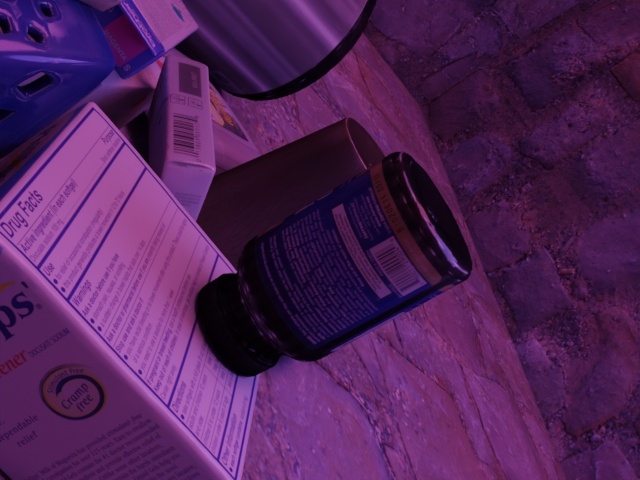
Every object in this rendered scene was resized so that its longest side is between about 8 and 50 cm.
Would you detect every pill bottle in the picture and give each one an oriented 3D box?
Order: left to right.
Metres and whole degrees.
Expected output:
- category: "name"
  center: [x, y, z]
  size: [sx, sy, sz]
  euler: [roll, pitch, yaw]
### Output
- category: "pill bottle"
  center: [0.008, 0.028, 0.770]
  size: [0.123, 0.219, 0.123]
  euler: [52, 19, -25]

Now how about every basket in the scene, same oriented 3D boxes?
- category: "basket"
  center: [-0.025, -0.041, 1.116]
  size: [0.204, 0.226, 0.154]
  euler: [59, 18, 6]

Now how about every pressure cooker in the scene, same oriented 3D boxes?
- category: "pressure cooker"
  center: [-0.145, -0.473, 1.434]
  size: [0.420, 0.369, 0.376]
  euler: [39, 42, -44]

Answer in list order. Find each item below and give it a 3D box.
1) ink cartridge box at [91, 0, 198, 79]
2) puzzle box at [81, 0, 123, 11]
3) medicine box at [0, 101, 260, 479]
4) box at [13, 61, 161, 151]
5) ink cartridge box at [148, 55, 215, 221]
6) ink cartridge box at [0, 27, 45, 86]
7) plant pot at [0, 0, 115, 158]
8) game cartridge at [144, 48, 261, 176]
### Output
- category: "ink cartridge box"
  center: [-0.219, -0.274, 0.942]
  size: [0.186, 0.065, 0.311]
  euler: [56, 8, -16]
- category: "puzzle box"
  center: [-0.262, -0.325, 0.533]
  size: [0.409, 0.052, 0.272]
  euler: [10, 61, -68]
- category: "medicine box"
  center: [-0.193, 0.067, 0.774]
  size: [0.289, 0.149, 0.263]
  euler: [51, 19, -20]
- category: "box"
  center: [-0.268, -0.170, 0.992]
  size: [0.091, 0.130, 0.170]
  euler: [57, 17, 2]
- category: "ink cartridge box"
  center: [-0.174, -0.054, 0.984]
  size: [0.066, 0.232, 0.189]
  euler: [14, 40, -23]
- category: "ink cartridge box"
  center: [-0.335, -0.223, 0.836]
  size: [0.213, 0.154, 0.093]
  euler: [61, 2, 8]
- category: "plant pot"
  center: [-0.336, -0.166, 0.652]
  size: [0.236, 0.236, 0.212]
  euler: [61, 23, 3]
- category: "game cartridge"
  center: [-0.189, -0.192, 1.274]
  size: [0.294, 0.060, 0.196]
  euler: [55, 12, 29]
